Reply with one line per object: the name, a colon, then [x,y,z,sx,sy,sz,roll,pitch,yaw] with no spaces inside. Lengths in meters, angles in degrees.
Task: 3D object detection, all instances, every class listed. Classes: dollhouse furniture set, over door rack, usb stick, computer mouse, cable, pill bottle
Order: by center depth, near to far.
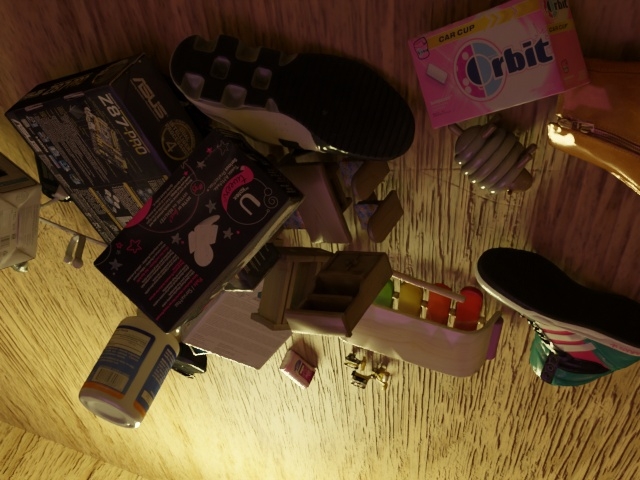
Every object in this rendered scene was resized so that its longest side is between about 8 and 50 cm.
dollhouse furniture set: [0.000,0.000,1.338,0.212,0.161,0.242,1,126,36]
cable: [-0.252,-0.190,1.398,0.150,0.047,0.184,43,146,-26]
dollhouse furniture set: [-0.076,0.064,1.541,0.129,0.129,0.183,3,-168,-42]
usb stick: [-0.485,-0.157,1.626,0.077,0.045,0.278,17,149,-1]
over door rack: [-0.440,-0.006,1.714,0.239,0.108,0.324,24,153,-25]
pill bottle: [-0.408,0.265,1.987,0.152,0.272,0.152,18,148,12]
computer mouse: [-0.365,0.269,2.178,0.184,0.060,0.262,26,161,-9]

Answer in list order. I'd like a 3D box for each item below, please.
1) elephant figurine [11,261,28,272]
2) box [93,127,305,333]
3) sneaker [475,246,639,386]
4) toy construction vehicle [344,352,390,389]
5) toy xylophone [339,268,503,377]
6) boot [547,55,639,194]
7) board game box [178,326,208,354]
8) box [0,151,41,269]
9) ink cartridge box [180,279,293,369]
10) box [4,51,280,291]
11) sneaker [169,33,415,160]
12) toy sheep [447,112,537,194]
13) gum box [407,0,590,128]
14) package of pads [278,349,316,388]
elephant figurine: [-0.799,0.013,2.031,0.186,0.169,0.239,55,167,7]
box: [-0.156,-0.014,1.222,0.142,0.247,0.163,44,-172,3]
sneaker: [0.349,0.128,1.375,0.295,0.124,0.178,25,140,-1]
toy construction vehicle: [0.098,0.274,1.867,0.098,0.035,0.086,17,137,10]
toy xylophone: [0.156,0.122,1.532,0.322,0.081,0.236,22,136,10]
boot: [0.375,-0.092,1.047,0.211,0.104,0.295,15,143,28]
board game box: [-0.202,0.120,1.759,0.192,0.053,0.305,-8,142,7]
box: [-0.638,-0.093,1.643,0.290,0.087,0.169,33,126,28]
ink cartridge box: [-0.129,0.138,1.717,0.189,0.066,0.232,26,115,-32]
box: [-0.286,-0.089,1.429,0.318,0.097,0.395,-2,130,47]
sneaker: [-0.031,-0.180,1.206,0.330,0.122,0.146,20,167,8]
toy sheep: [0.217,-0.109,1.141,0.132,0.091,0.091,42,148,0]
gum box: [0.191,-0.199,0.995,0.188,0.062,0.107,-11,99,46]
package of pads: [-0.051,0.285,1.971,0.032,0.050,0.083,-13,131,47]
